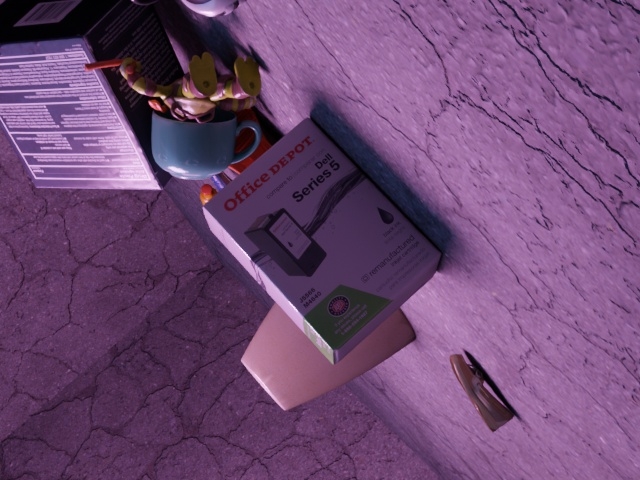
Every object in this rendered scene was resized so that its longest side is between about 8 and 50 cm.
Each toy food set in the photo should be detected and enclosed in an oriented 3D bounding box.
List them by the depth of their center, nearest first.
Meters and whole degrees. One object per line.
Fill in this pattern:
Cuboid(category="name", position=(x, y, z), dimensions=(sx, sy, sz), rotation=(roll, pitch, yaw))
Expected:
Cuboid(category="toy food set", position=(-0.156, -0.043, 2.251), dimensions=(0.232, 0.111, 0.104), rotation=(50, 171, 14))

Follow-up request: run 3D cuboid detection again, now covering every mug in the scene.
Cuboid(category="mug", position=(-0.186, -0.149, 1.620), dimensions=(0.157, 0.129, 0.097), rotation=(15, 112, 24))

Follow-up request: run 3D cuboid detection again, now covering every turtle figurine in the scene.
Cuboid(category="turtle figurine", position=(-0.195, -0.219, 1.519), dimensions=(0.269, 0.087, 0.217), rotation=(14, 171, -29))

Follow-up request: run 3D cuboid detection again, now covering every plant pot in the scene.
Cuboid(category="plant pot", position=(-0.008, 0.181, 1.968), dimensions=(0.256, 0.274, 0.256), rotation=(48, 170, 11))

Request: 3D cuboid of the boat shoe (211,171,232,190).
Cuboid(category="boat shoe", position=(-0.154, -0.094, 2.178), dimensions=(0.183, 0.066, 0.066), rotation=(47, 174, -23))

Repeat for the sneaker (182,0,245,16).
Cuboid(category="sneaker", position=(-0.191, -0.379, 1.167), dimensions=(0.281, 0.106, 0.162), rotation=(34, 160, 22))

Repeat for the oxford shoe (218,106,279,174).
Cuboid(category="oxford shoe", position=(-0.105, -0.139, 1.709), dimensions=(0.271, 0.097, 0.098), rotation=(52, -169, 31))

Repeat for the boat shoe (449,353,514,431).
Cuboid(category="boat shoe", position=(0.262, 0.242, 1.706), dimensions=(0.153, 0.048, 0.056), rotation=(58, -179, -12))

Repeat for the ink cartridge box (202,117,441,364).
Cuboid(category="ink cartridge box", position=(0.000, 0.000, 1.437), dimensions=(0.273, 0.198, 0.115), rotation=(46, 170, 13))

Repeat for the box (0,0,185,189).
Cuboid(category="box", position=(-0.388, -0.249, 1.723), dimensions=(0.296, 0.183, 0.294), rotation=(3, 132, 30))

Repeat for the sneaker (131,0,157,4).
Cuboid(category="sneaker", position=(-0.275, -0.424, 1.353), dimensions=(0.147, 0.104, 0.296), rotation=(36, 166, 28))
